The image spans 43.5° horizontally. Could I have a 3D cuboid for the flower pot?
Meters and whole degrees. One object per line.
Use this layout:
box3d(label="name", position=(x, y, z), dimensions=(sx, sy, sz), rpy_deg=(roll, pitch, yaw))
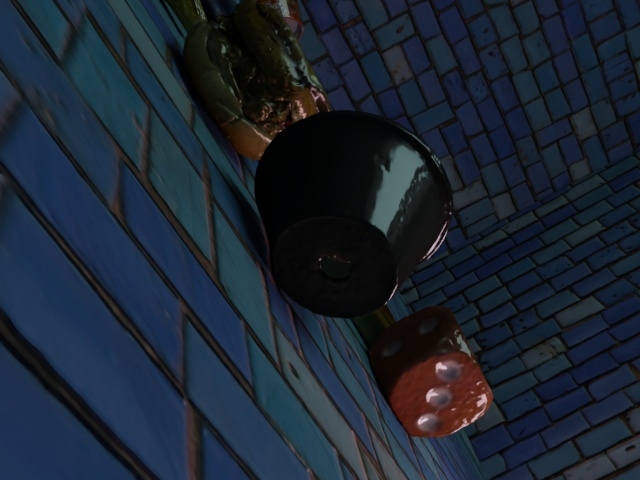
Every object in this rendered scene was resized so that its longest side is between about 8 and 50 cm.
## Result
box3d(label="flower pot", position=(0.031, -0.010, 1.014), dimensions=(0.269, 0.269, 0.166), rpy_deg=(58, 27, -30))

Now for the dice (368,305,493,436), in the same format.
box3d(label="dice", position=(0.197, 0.237, 1.459), dimensions=(0.174, 0.179, 0.175), rpy_deg=(60, 10, -20))

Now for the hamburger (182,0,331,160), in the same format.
box3d(label="hamburger", position=(-0.097, -0.234, 1.206), dimensions=(0.244, 0.163, 0.244), rpy_deg=(58, -2, 2))

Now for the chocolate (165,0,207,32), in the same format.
box3d(label="chocolate", position=(-0.250, -0.444, 1.304), dimensions=(0.085, 0.085, 0.219), rpy_deg=(-101, 165, -73))

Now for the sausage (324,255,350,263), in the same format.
box3d(label="sausage", position=(0.000, -0.001, 1.370), dimensions=(0.078, 0.078, 0.304), rpy_deg=(58, 5, -31))

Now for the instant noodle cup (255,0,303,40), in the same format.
box3d(label="instant noodle cup", position=(-0.162, -0.567, 1.950), dimensions=(0.250, 0.250, 0.192), rpy_deg=(41, 30, -75))

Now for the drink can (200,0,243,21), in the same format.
box3d(label="drink can", position=(-0.215, -0.453, 1.430), dimensions=(0.205, 0.118, 0.118), rpy_deg=(58, 6, -41))

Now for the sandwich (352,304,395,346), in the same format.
box3d(label="sandwich", position=(0.096, 0.131, 1.634), dimensions=(0.212, 0.063, 0.245), rpy_deg=(58, 5, -20))
